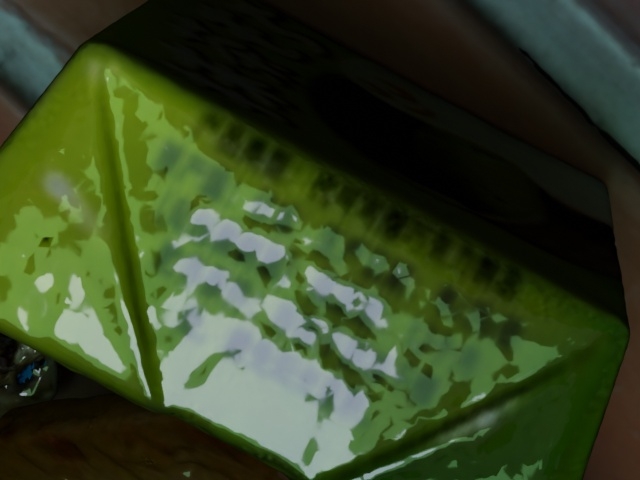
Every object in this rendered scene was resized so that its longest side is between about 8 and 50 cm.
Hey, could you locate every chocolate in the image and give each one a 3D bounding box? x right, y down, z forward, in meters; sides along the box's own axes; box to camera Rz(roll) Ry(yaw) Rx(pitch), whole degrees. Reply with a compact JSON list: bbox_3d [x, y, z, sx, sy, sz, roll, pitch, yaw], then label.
[{"bbox_3d":[0.000,0.000,0.871,0.289,0.301,0.137,27,104,-1],"label":"chocolate"}]

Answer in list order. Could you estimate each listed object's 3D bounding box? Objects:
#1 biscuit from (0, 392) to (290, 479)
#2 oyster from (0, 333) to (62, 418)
[{"bbox_3d":[-0.032,0.205,0.975,0.359,0.046,0.359,16,135,16],"label":"biscuit"},{"bbox_3d":[-0.257,0.065,1.086,0.214,0.083,0.223,21,125,6],"label":"oyster"}]
